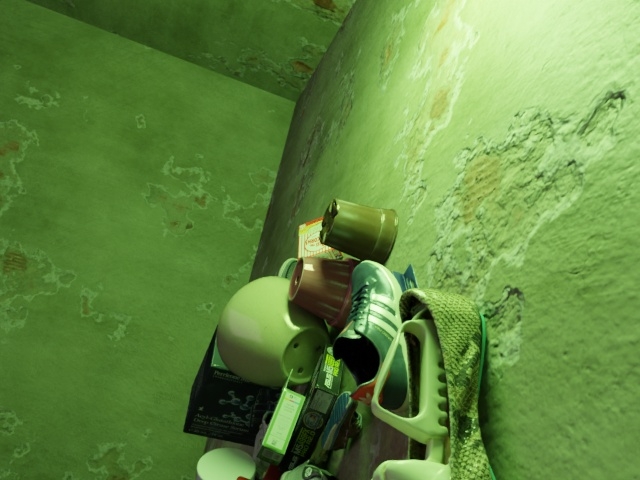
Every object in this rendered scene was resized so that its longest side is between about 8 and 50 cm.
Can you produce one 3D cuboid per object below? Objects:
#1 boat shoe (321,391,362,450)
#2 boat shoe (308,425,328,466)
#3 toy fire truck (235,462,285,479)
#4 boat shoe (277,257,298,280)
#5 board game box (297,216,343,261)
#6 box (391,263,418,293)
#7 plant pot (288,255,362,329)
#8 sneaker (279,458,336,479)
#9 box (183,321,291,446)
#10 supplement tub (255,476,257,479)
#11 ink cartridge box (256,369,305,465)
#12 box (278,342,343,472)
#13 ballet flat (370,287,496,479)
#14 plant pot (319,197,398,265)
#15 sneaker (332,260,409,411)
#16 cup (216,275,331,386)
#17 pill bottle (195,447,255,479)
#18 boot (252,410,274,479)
[{"bbox_3d":[0.058,0.410,1.240,0.066,0.066,0.183,-87,15,-52],"label":"boat shoe"},{"bbox_3d":[-0.001,0.530,1.363,0.050,0.045,0.135,-65,-2,-78],"label":"boat shoe"},{"bbox_3d":[-0.141,0.695,1.469,0.254,0.169,0.302,-58,-17,-66],"label":"toy fire truck"},{"bbox_3d":[-0.078,0.202,1.949,0.158,0.127,0.341,-40,42,54],"label":"boat shoe"},{"bbox_3d":[0.000,0.000,1.833,0.146,0.045,0.194,-20,37,14],"label":"board game box"},{"bbox_3d":[0.152,0.168,1.242,0.136,0.036,0.225,-94,26,-55],"label":"box"},{"bbox_3d":[0.015,0.130,1.514,0.201,0.180,0.201,-163,90,-75],"label":"plant pot"},{"bbox_3d":[-0.010,0.605,1.253,0.132,0.086,0.229,-42,42,10],"label":"sneaker"},{"bbox_3d":[-0.297,0.532,1.994,0.212,0.293,0.396,-93,24,-54],"label":"box"},{"bbox_3d":[-0.296,0.858,1.980,0.198,0.106,0.106,151,135,-69],"label":"supplement tub"},{"bbox_3d":[-0.091,0.449,1.393,0.109,0.062,0.209,111,-179,-52],"label":"ink cartridge box"},{"bbox_3d":[-0.019,0.436,1.421,0.216,0.060,0.270,-69,2,-71],"label":"box"},{"bbox_3d":[0.156,0.279,0.790,0.164,0.182,0.483,126,157,-49],"label":"ballet flat"},{"bbox_3d":[0.094,-0.028,1.433,0.167,0.165,0.167,-162,90,-75],"label":"plant pot"},{"bbox_3d":[0.090,0.174,1.119,0.350,0.148,0.131,-104,33,-44],"label":"sneaker"},{"bbox_3d":[-0.103,0.292,1.595,0.237,0.331,0.331,19,91,54],"label":"cup"},{"bbox_3d":[-0.292,0.827,1.639,0.210,0.210,0.363,-120,35,-71],"label":"pill bottle"},{"bbox_3d":[-0.168,0.650,1.757,0.258,0.095,0.123,-133,55,-75],"label":"boot"}]
